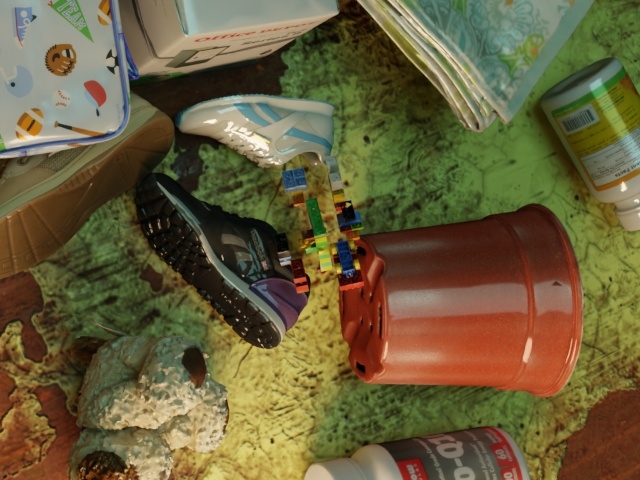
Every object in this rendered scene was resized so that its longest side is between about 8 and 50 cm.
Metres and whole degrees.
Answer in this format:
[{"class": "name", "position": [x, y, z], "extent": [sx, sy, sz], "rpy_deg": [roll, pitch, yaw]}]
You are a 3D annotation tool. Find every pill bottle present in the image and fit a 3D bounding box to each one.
[{"class": "pill bottle", "position": [0.453, -0.144, 1.886], "extent": [0.136, 0.136, 0.246], "rpy_deg": [-36, 100, -23]}, {"class": "pill bottle", "position": [0.130, 0.350, 1.681], "extent": [0.283, 0.161, 0.161], "rpy_deg": [-5, 87, -25]}]

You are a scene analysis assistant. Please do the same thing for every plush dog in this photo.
[{"class": "plush dog", "position": [-0.243, 0.240, 1.511], "extent": [0.210, 0.262, 0.225], "rpy_deg": [12, 67, 10]}]

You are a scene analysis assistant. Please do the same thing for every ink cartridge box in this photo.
[{"class": "ink cartridge box", "position": [-0.136, -0.292, 1.546], "extent": [0.211, 0.289, 0.122], "rpy_deg": [-14, 91, -25]}]

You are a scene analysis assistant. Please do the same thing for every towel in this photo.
[{"class": "towel", "position": [0.225, -0.379, 1.700], "extent": [0.320, 0.090, 0.374], "rpy_deg": [46, 65, -23]}]

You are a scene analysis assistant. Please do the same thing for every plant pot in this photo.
[{"class": "plant pot", "position": [0.178, 0.087, 1.687], "extent": [0.265, 0.272, 0.273], "rpy_deg": [-2, 86, -16]}]

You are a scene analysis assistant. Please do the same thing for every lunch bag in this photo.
[{"class": "lunch bag", "position": [-0.340, -0.241, 1.421], "extent": [0.243, 0.115, 0.303], "rpy_deg": [-13, 105, -28]}]

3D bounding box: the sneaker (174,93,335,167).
[{"class": "sneaker", "position": [-0.085, -0.147, 1.670], "extent": [0.228, 0.087, 0.092], "rpy_deg": [1, 87, -23]}]

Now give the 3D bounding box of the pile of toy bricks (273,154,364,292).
[{"class": "pile of toy bricks", "position": [0.000, 0.000, 1.653], "extent": [0.118, 0.105, 0.212], "rpy_deg": [-12, 53, 0]}]

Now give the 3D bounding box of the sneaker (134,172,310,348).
[{"class": "sneaker", "position": [-0.127, 0.005, 1.644], "extent": [0.283, 0.107, 0.124], "rpy_deg": [51, 53, -16]}]

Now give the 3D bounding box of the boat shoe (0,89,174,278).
[{"class": "boat shoe", "position": [-0.342, -0.073, 1.541], "extent": [0.110, 0.122, 0.341], "rpy_deg": [39, 60, 23]}]
